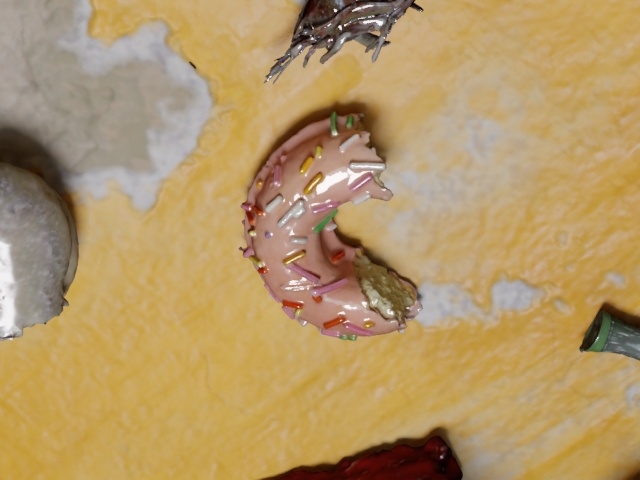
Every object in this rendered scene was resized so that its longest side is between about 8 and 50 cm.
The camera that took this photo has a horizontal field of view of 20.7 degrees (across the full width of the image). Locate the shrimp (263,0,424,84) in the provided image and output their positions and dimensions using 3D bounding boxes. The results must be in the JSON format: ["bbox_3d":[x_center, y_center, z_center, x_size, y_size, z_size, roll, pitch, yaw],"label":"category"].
[{"bbox_3d":[0.028,-0.150,1.112,0.165,0.056,0.065,-40,116,22],"label":"shrimp"}]

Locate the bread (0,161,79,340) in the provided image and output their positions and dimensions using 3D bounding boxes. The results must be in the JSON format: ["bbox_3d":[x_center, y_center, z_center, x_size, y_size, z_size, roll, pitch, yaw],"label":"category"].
[{"bbox_3d":[-0.335,-0.004,1.159,0.337,0.102,0.183,-11,106,-1],"label":"bread"}]

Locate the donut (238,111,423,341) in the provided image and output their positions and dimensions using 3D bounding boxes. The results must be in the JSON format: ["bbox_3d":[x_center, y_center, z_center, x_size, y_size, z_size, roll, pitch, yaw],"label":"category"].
[{"bbox_3d":[0.000,0.000,1.183,0.117,0.065,0.166,-13,114,7],"label":"donut"}]

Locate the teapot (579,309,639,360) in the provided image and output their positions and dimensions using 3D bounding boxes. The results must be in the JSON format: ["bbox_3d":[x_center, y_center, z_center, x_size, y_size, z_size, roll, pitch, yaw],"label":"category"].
[{"bbox_3d":[0.239,0.078,1.231,0.110,0.043,0.043,16,116,-4],"label":"teapot"}]

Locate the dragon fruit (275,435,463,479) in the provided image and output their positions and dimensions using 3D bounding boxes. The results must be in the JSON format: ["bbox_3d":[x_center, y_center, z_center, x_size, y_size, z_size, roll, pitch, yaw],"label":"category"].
[{"bbox_3d":[0.049,0.360,1.266,0.228,0.286,0.329,-19,124,6],"label":"dragon fruit"}]
